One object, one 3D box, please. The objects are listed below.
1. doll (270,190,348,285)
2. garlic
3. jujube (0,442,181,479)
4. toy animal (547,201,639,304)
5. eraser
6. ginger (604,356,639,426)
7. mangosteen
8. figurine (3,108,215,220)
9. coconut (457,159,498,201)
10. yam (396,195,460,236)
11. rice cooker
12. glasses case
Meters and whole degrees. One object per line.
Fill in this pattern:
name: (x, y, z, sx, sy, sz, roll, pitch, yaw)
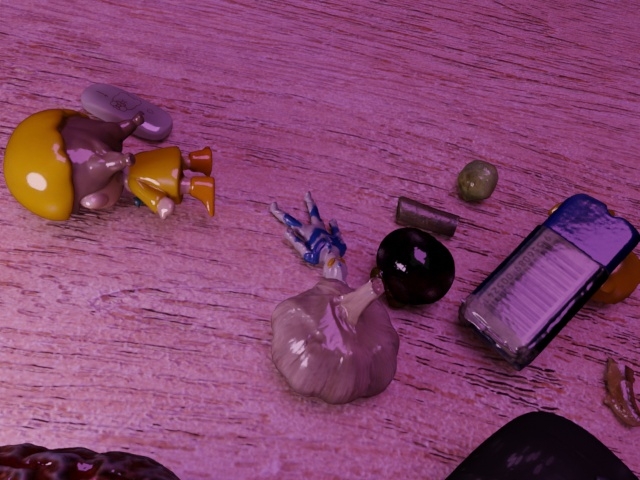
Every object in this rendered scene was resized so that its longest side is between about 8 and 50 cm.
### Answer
doll: (0.000, 0.000, 1.096, 0.114, 0.057, 0.227, -15, 57, -29)
garlic: (0.034, 0.132, 0.908, 0.218, 0.212, 0.219, 11, 47, -12)
jujube: (-0.297, 0.343, 0.660, 0.317, 0.226, 0.226, 6, 53, -7)
toy animal: (0.551, 0.013, 1.178, 0.156, 0.156, 0.230, -8, 53, -20)
eraser: (0.406, 0.068, 1.051, 0.332, 0.101, 0.155, -43, 65, -12)
ginger: (0.541, 0.265, 1.048, 0.057, 0.044, 0.137, 24, 51, -19)
mangosteen: (0.163, 0.054, 1.053, 0.152, 0.152, 0.152, 7, 53, -9)
figurine: (-0.359, -0.125, 1.022, 0.343, 0.187, 0.215, 2, 30, -18)
coconut: (0.337, -0.126, 1.262, 0.087, 0.096, 0.088, 27, 13, -7)
yam: (0.216, -0.047, 1.187, 0.132, 0.054, 0.054, 18, 52, -1)
rice cooker: (0.282, 0.381, 0.765, 0.224, 0.267, 0.267, -35, 69, -32)
glasses case: (-0.394, -0.263, 1.191, 0.193, 0.049, 0.074, 26, 51, 4)
